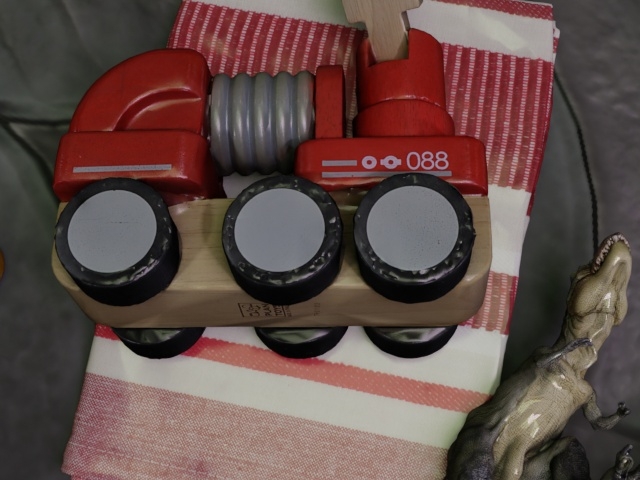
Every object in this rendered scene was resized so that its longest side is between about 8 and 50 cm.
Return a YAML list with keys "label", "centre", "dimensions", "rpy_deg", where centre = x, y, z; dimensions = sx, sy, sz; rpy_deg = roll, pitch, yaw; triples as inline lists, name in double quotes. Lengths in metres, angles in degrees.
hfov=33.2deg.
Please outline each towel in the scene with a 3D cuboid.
- label: "towel"
  centre: [0.000, 0.000, 0.630]
  dimensions: [0.237, 0.037, 0.329]
  rpy_deg: [11, 79, 6]

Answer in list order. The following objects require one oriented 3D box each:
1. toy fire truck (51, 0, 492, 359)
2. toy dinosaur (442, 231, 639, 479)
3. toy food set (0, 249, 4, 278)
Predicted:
- label: "toy fire truck"
  centre: [-0.023, -0.078, 0.565]
  dimensions: [0.216, 0.158, 0.246]
  rpy_deg: [-1, 66, 5]
- label: "toy dinosaur"
  centre: [0.091, 0.116, 0.530]
  dimensions: [0.268, 0.118, 0.064]
  rpy_deg: [-46, 110, -4]
- label: "toy food set"
  centre: [-0.313, -0.005, 0.612]
  dimensions: [0.232, 0.104, 0.111]
  rpy_deg: [25, 82, 8]
